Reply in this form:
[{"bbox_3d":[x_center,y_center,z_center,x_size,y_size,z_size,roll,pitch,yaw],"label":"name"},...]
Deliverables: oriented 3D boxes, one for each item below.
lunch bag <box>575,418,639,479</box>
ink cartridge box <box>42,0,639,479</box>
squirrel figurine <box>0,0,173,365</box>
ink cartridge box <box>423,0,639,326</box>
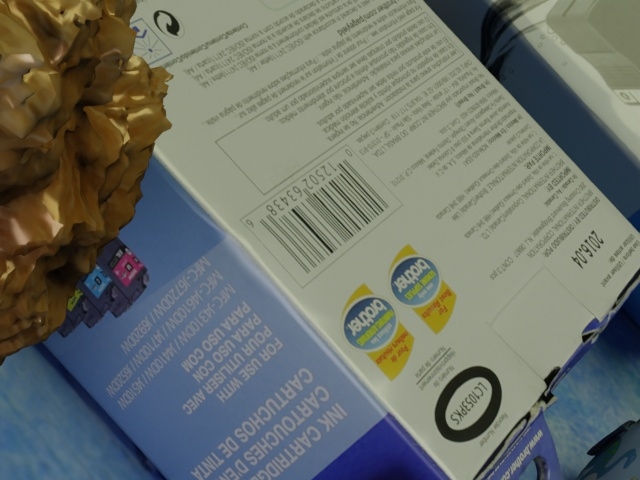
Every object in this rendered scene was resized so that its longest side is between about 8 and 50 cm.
[{"bbox_3d":[0.198,0.166,0.754,0.090,0.176,0.219,38,40,-8],"label":"lunch bag"},{"bbox_3d":[0.000,0.000,0.753,0.395,0.151,0.270,46,40,4],"label":"ink cartridge box"},{"bbox_3d":[-0.230,-0.114,0.391,0.397,0.370,0.281,7,45,11],"label":"squirrel figurine"},{"bbox_3d":[0.228,-0.170,1.001,0.285,0.166,0.395,-40,84,-18],"label":"ink cartridge box"}]
